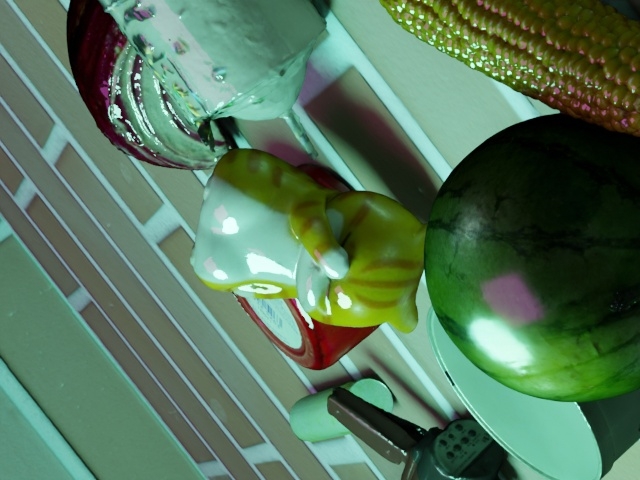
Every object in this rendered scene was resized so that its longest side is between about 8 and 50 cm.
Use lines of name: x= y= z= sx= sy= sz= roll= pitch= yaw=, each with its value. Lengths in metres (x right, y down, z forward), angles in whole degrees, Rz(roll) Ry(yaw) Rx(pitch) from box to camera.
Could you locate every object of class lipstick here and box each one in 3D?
lipstick: x=0.025 y=0.250 z=2.364 sx=0.076 sy=0.076 sz=0.304 roll=52 pitch=161 yaw=-1

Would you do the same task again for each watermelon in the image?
watermelon: x=0.203 y=0.013 z=1.308 sx=0.242 sy=0.242 sz=0.242 roll=43 pitch=159 yaw=21

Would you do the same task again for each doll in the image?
doll: x=-0.016 y=0.002 z=1.746 sx=0.270 sy=0.162 sz=0.166 roll=24 pitch=119 yaw=18

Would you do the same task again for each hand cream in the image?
hand cream: x=-0.015 y=0.035 z=1.963 sx=0.230 sy=0.149 sz=0.230 roll=46 pitch=162 yaw=19

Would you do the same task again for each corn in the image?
corn: x=0.161 y=-0.170 z=1.287 sx=0.310 sy=0.101 sz=0.101 roll=33 pitch=154 yaw=33

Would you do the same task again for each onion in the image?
onion: x=-0.251 y=-0.209 z=2.064 sx=0.280 sy=0.146 sz=0.314 roll=32 pitch=157 yaw=52

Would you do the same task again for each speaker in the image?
speaker: x=0.139 y=0.319 z=2.159 sx=0.329 sy=0.198 sz=0.259 roll=97 pitch=150 yaw=-48

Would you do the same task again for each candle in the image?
candle: x=-0.092 y=-0.211 z=1.650 sx=0.330 sy=0.187 sz=0.187 roll=54 pitch=160 yaw=-13

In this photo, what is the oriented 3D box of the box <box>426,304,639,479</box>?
box: x=0.231 y=0.102 z=1.529 sx=0.226 sy=0.149 sz=0.226 roll=44 pitch=159 yaw=21
